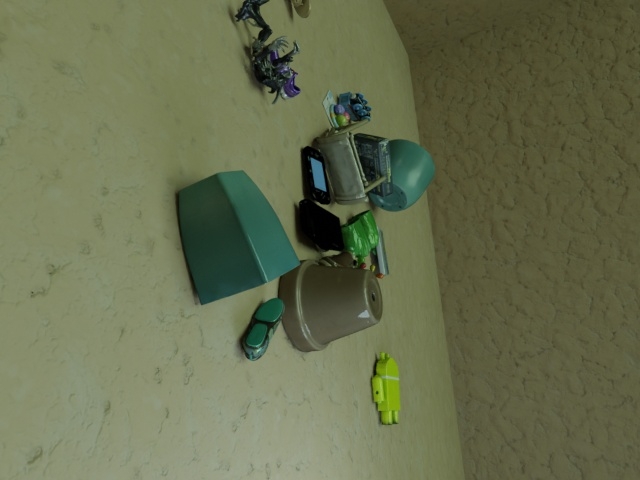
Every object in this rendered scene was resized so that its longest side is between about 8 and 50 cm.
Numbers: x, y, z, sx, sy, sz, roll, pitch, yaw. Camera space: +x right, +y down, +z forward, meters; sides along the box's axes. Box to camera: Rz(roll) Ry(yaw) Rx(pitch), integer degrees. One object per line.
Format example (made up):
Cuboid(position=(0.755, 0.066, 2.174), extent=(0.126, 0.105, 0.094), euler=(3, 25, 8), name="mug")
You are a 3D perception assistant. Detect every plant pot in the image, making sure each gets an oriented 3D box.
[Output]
Cuboid(position=(0.043, 0.167, 1.362), extent=(0.263, 0.229, 0.263), euler=(-12, 90, -68), name="plant pot")
Cuboid(position=(-0.181, -0.018, 1.011), extent=(0.166, 0.166, 0.234), euler=(-26, 96, -67), name="plant pot")
Cuboid(position=(0.346, -0.274, 2.221), extent=(0.235, 0.293, 0.293), euler=(-59, 135, -36), name="plant pot")

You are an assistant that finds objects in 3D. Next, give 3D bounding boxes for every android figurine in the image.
Cuboid(position=(0.263, 0.578, 1.913), extent=(0.248, 0.056, 0.272), euler=(32, 52, -60), name="android figurine")

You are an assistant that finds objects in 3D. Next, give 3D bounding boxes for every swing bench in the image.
Cuboid(position=(0.102, -0.286, 1.796), extent=(0.254, 0.165, 0.253), euler=(-48, 124, -56), name="swing bench")

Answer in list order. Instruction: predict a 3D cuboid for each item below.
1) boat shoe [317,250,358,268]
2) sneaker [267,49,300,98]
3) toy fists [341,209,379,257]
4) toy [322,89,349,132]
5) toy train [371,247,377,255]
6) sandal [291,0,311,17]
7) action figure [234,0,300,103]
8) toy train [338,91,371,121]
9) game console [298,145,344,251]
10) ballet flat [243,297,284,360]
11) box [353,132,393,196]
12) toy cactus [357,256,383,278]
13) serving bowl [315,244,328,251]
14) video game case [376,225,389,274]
Cuboid(position=(0.065, 0.070, 1.586), extent=(0.095, 0.095, 0.257), euler=(-55, 164, 1), name="boat shoe")
Cuboid(position=(-0.110, -0.527, 1.515), extent=(0.068, 0.071, 0.170), euler=(-75, 145, -46), name="sneaker")
Cuboid(position=(0.151, -0.017, 1.873), extent=(0.142, 0.096, 0.279), euler=(67, 26, -7), name="toy fists")
Cuboid(position=(0.089, -0.486, 1.985), extent=(0.137, 0.056, 0.237), euler=(-72, 144, -50), name="toy")
Cuboid(position=(0.232, 0.037, 2.135), extent=(0.083, 0.017, 0.023), euler=(58, 40, -41), name="toy train")
Cuboid(position=(-0.107, -0.894, 1.717), extent=(0.079, 0.088, 0.240), euler=(-6, 77, -36), name="sandal")
Cuboid(position=(-0.136, -0.534, 1.374), extent=(0.164, 0.141, 0.275), euler=(-70, 143, -70), name="action figure")
Cuboid(position=(0.151, -0.569, 2.103), extent=(0.184, 0.105, 0.080), euler=(36, 57, -58), name="toy train")
Cuboid(position=(-0.008, -0.144, 1.578), extent=(0.213, 0.044, 0.361), euler=(25, 52, -59), name="game console")
Cuboid(position=(-0.135, 0.211, 1.154), extent=(0.070, 0.070, 0.188), euler=(69, 26, -22), name="ballet flat")
Cuboid(position=(0.208, -0.308, 1.979), extent=(0.059, 0.183, 0.232), euler=(-25, 120, -26), name="box")
Cuboid(position=(0.139, 0.174, 1.749), extent=(0.180, 0.112, 0.218), euler=(-13, 114, -51), name="toy cactus")
Cuboid(position=(0.000, 0.000, 1.587), extent=(0.083, 0.027, 0.083), euler=(45, 36, -47), name="serving bowl")
Cuboid(position=(0.272, 0.050, 2.177), extent=(0.193, 0.023, 0.212), euler=(17, 64, -75), name="video game case")
